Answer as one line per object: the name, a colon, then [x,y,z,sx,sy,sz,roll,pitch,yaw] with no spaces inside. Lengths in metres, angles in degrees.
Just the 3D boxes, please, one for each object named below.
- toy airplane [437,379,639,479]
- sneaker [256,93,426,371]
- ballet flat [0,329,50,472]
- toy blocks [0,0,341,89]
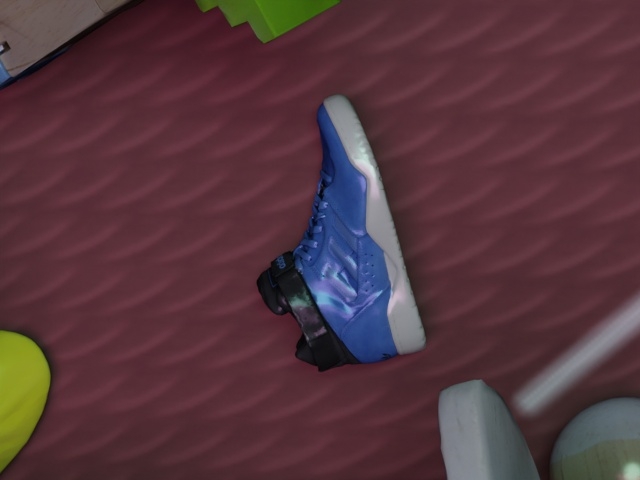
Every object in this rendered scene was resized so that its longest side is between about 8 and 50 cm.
toy airplane: [0.144,0.180,0.745,0.386,0.272,0.384,15,136,-8]
sneaker: [0.000,0.000,0.837,0.084,0.058,0.152,-15,105,3]
ballet flat: [-0.254,0.142,0.894,0.231,0.077,0.077,-38,94,13]
toy blocks: [-0.164,-0.240,0.734,0.261,0.191,0.381,-20,103,49]
